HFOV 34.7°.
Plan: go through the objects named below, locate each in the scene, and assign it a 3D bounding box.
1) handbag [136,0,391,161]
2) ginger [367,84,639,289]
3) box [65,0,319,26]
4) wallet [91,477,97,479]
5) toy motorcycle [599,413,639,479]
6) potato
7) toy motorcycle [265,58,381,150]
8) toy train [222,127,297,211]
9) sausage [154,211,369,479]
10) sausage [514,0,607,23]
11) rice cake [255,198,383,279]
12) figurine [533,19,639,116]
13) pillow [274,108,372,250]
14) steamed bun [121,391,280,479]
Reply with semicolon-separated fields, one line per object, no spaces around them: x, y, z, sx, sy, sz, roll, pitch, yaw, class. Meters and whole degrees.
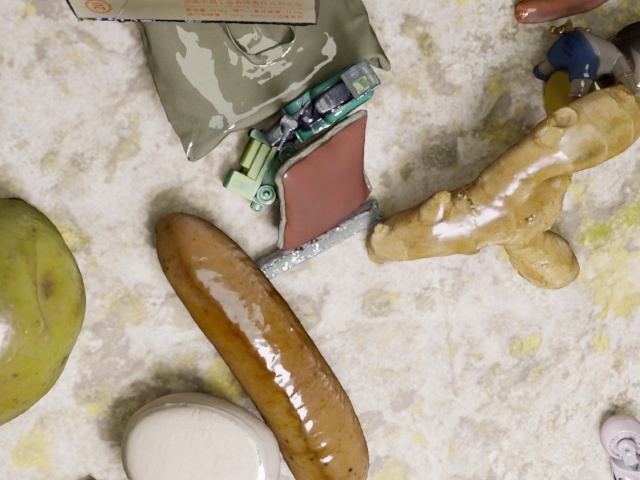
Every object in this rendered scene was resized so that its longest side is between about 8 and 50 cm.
-0.090;-0.283;1.381;0.316;0.109;0.253;-26;101;-9;handbag
0.264;-0.061;1.447;0.348;0.122;0.363;-3;141;-19;ginger
-0.152;-0.374;1.275;0.310;0.084;0.198;1;72;3;box
-0.368;0.423;1.466;0.155;0.039;0.110;-27;102;-10;wallet
0.537;0.387;1.688;0.112;0.112;0.254;-46;109;-4;toy motorcycle
-0.440;0.093;1.297;0.280;0.213;0.330;-35;108;-6;potato
-0.001;-0.174;1.337;0.173;0.100;0.058;-32;94;10;toy motorcycle
-0.082;-0.103;1.447;0.081;0.050;0.122;25;93;-10;toy train
-0.070;0.166;1.456;0.123;0.136;0.500;-45;111;-38;sausage
0.371;-0.358;1.526;0.177;0.040;0.047;-16;120;-12;sausage
0.000;-0.001;1.493;0.208;0.033;0.033;-28;119;-10;rice cake
0.465;-0.247;1.523;0.276;0.161;0.158;-7;128;-12;figurine
0.000;-0.084;1.423;0.171;0.075;0.179;-36;150;-23;pillow
-0.165;0.301;1.443;0.228;0.131;0.177;11;95;10;steamed bun
